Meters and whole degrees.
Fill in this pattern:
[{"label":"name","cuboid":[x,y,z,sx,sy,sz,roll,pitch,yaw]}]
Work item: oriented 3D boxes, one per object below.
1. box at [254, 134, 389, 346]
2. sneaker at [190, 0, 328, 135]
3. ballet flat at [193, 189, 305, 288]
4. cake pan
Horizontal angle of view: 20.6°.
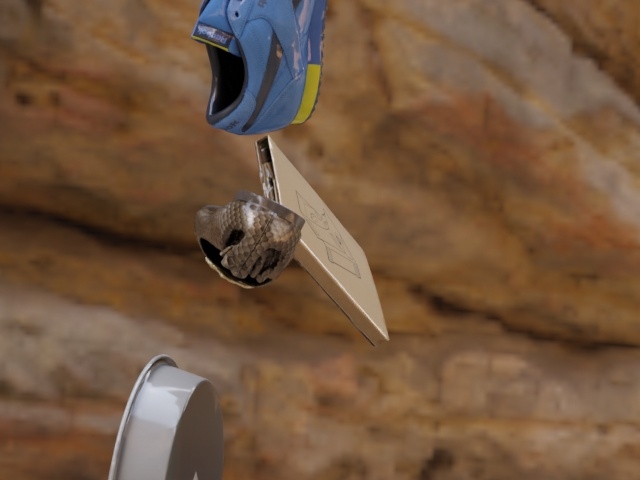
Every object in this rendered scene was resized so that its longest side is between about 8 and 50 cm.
[{"label":"box","cuboid":[0.000,0.000,1.862,0.021,0.201,0.164,-32,35,14]},{"label":"sneaker","cuboid":[-0.042,-0.173,1.190,0.082,0.209,0.069,-8,20,-36]},{"label":"ballet flat","cuboid":[-0.059,0.010,1.333,0.084,0.058,0.250,25,-9,-7]},{"label":"cake pan","cuboid":[-0.157,0.266,1.821,0.054,0.293,0.293,5,4,11]}]
